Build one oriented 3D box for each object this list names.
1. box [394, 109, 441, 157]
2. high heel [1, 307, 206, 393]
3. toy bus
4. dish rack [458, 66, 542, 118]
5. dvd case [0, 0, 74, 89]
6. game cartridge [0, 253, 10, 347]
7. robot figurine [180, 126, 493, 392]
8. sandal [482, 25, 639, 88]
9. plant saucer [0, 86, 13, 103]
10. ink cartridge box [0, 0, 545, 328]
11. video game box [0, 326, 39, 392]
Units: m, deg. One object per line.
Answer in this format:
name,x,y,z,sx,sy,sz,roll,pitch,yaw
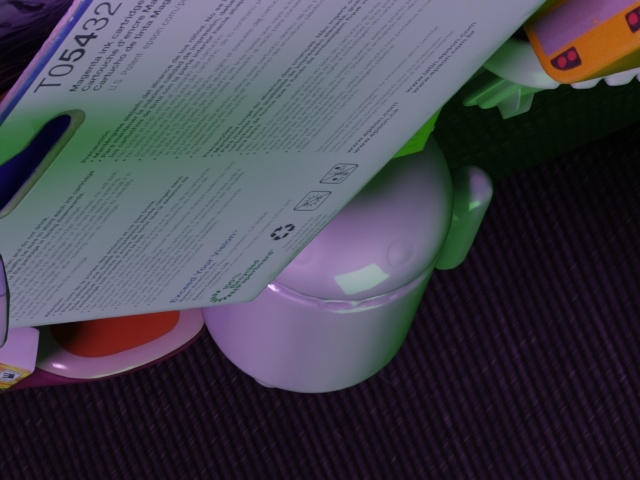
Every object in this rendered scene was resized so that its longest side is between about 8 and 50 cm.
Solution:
box,0.057,-0.132,1.104,0.109,0.042,0.178,-18,141,-45
high heel,-0.298,0.094,1.579,0.377,0.127,0.181,0,163,-4
toy bus,0.217,-0.187,1.071,0.332,0.130,0.108,-17,173,-44
dish rack,0.298,-0.208,1.545,0.332,0.072,0.285,-20,174,-32
dvd case,-0.150,-0.120,0.843,0.221,0.018,0.164,-25,174,23
game cartridge,-0.321,0.022,0.603,0.355,0.068,0.230,-19,-146,-32
robot figurine,0.000,0.000,1.419,0.299,0.200,0.353,-12,152,-17
sandal,0.296,-0.209,1.282,0.416,0.169,0.102,-19,135,-29
plant saucer,-0.158,-0.096,0.973,0.083,0.013,0.083,-29,-171,5
ink cartridge box,-0.075,-0.066,0.889,0.330,0.071,0.324,-4,147,-47
video game box,-0.372,0.096,1.385,0.205,0.048,0.187,19,151,-30
